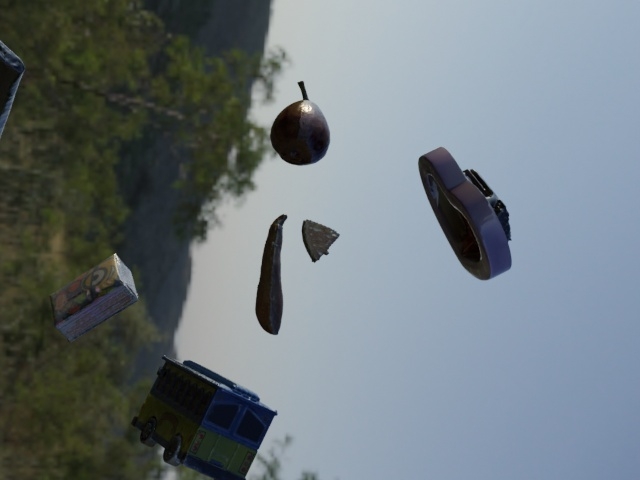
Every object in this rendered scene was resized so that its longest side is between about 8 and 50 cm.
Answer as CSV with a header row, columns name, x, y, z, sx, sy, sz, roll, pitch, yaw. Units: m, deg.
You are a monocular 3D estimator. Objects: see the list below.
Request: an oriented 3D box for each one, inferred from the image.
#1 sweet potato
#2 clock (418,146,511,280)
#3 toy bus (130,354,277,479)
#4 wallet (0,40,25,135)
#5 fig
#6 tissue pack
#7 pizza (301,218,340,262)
name,x,y,z,sx,sy,sz,roll,pitch,yaw
sweet potato,-0.085,0.057,1.936,0.050,0.050,0.214,142,-48,-83
clock,0.202,-0.028,1.454,0.198,0.064,0.172,59,-7,44
toy bus,-0.217,0.322,2.001,0.288,0.138,0.175,12,-105,62
wallet,-0.572,-0.251,1.756,0.051,0.197,0.377,-50,-175,-32
fig,-0.023,-0.171,1.589,0.089,0.089,0.125,102,1,-59
tissue pack,-0.408,0.102,1.987,0.060,0.148,0.108,57,1,-31
pizza,-0.001,0.000,2.072,0.025,0.078,0.083,-29,-109,56
